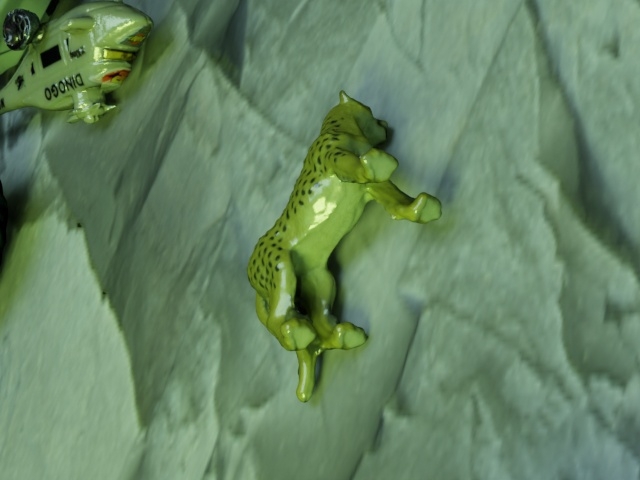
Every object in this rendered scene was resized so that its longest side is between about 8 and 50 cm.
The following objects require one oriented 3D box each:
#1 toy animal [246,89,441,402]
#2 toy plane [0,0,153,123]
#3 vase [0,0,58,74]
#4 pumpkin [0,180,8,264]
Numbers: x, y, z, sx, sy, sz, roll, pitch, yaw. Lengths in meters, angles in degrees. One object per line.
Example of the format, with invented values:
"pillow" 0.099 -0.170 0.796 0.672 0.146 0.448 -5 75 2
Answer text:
"toy animal" 0.000 0.000 0.990 0.181 0.073 0.136 -64 30 10
"toy plane" -0.249 -0.134 1.319 0.286 0.092 0.108 -18 78 35
"vase" -0.265 -0.328 1.412 0.165 0.165 0.360 22 78 50
"pumpkin" -0.348 -0.001 1.279 0.202 0.140 0.202 -11 72 38
